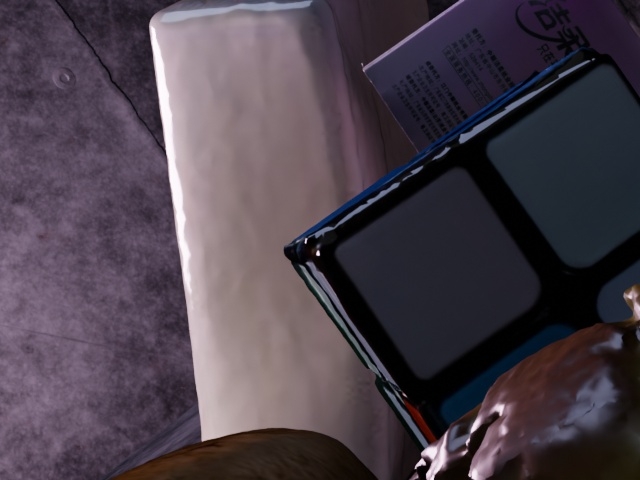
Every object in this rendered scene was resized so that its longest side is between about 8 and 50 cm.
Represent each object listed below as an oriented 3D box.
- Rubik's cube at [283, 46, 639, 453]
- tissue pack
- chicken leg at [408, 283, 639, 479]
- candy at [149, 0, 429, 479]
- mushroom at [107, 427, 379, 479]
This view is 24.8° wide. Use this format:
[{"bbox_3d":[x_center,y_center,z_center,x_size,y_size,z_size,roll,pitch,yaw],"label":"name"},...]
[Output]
[{"bbox_3d":[0.101,0.028,0.733,0.167,0.180,0.183,-35,3,-4],"label":"Rubik's cube"},{"bbox_3d":[0.154,-0.042,0.873,0.149,0.246,0.092,-34,2,7],"label":"tissue pack"},{"bbox_3d":[0.139,0.054,0.349,0.361,0.140,0.211,-38,-9,38],"label":"chicken leg"},{"bbox_3d":[-0.003,0.001,1.017,0.145,0.358,0.208,-2,12,21],"label":"candy"},{"bbox_3d":[-0.076,0.186,0.621,0.278,0.146,0.278,-41,-17,-15],"label":"mushroom"}]
